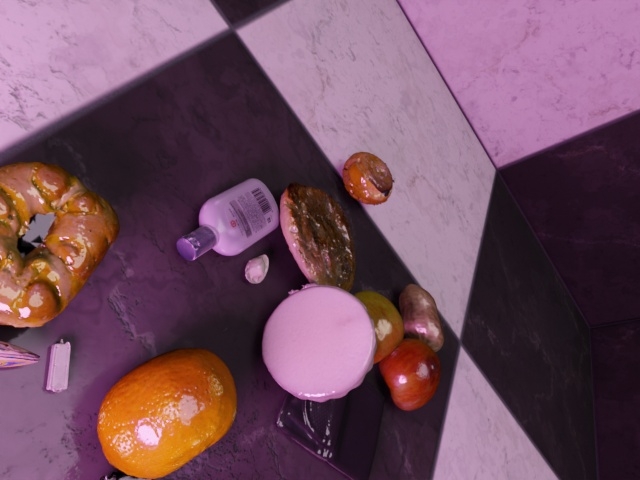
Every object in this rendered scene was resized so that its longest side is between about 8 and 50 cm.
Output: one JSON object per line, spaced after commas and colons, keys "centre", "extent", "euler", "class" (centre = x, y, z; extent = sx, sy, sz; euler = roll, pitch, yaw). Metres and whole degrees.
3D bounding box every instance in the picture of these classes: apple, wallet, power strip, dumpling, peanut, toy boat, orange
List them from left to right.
{"centre": [-0.494, 0.153, 0.643], "extent": [0.210, 0.084, 0.066], "euler": [22, 44, -47], "class": "toy boat"}
{"centre": [-0.419, 0.201, 0.758], "extent": [0.027, 0.017, 0.083], "euler": [17, 60, -45], "class": "power strip"}
{"centre": [-0.243, 0.279, 0.803], "extent": [0.237, 0.158, 0.179], "euler": [-14, 61, -47], "class": "orange"}
{"centre": [-0.150, 0.072, 1.117], "extent": [0.077, 0.043, 0.059], "euler": [-75, 147, -57], "class": "dumpling"}
{"centre": [0.041, 0.420, 1.168], "extent": [0.323, 0.041, 0.247], "euler": [45, 45, -24], "class": "wallet"}
{"centre": [0.120, 0.227, 1.237], "extent": [0.196, 0.196, 0.196], "euler": [24, 55, -41], "class": "apple"}
{"centre": [0.259, 0.384, 1.365], "extent": [0.173, 0.160, 0.195], "euler": [-19, 80, -30], "class": "apple"}
{"centre": [0.314, 0.249, 1.503], "extent": [0.129, 0.129, 0.224], "euler": [14, 54, -45], "class": "peanut"}

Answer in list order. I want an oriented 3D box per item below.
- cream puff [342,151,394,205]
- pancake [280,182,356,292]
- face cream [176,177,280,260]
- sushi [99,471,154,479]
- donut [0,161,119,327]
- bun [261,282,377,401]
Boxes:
{"centre": [0.148, -0.193, 1.518], "extent": [0.189, 0.129, 0.189], "euler": [23, 51, -32], "class": "cream puff"}
{"centre": [0.002, -0.001, 1.273], "extent": [0.356, 0.065, 0.356], "euler": [47, 30, -38], "class": "pancake"}
{"centre": [-0.205, -0.038, 1.078], "extent": [0.291, 0.071, 0.144], "euler": [-43, 109, -51], "class": "face cream"}
{"centre": [-0.323, 0.413, 0.741], "extent": [0.085, 0.056, 0.083], "euler": [31, 58, -38], "class": "sushi"}
{"centre": [-0.452, 0.002, 0.728], "extent": [0.208, 0.128, 0.261], "euler": [46, 43, -23], "class": "donut"}
{"centre": [0.008, 0.249, 1.092], "extent": [0.175, 0.263, 0.263], "euler": [67, 24, -57], "class": "bun"}
